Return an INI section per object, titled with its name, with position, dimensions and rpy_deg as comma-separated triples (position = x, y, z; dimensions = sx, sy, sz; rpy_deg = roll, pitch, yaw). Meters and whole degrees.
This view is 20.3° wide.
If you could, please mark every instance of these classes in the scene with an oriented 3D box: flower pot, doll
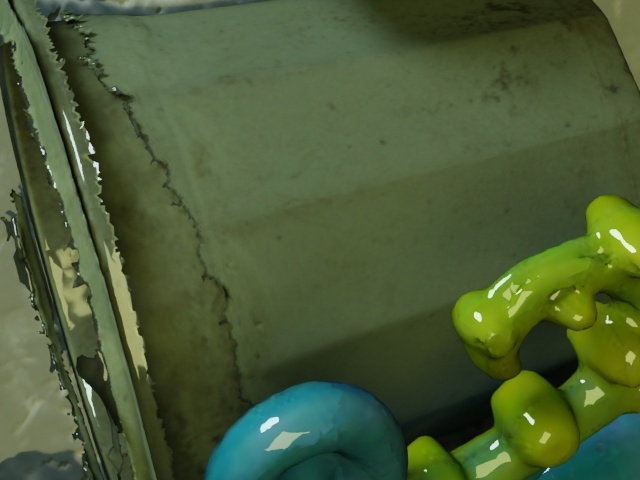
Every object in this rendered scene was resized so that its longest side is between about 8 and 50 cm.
[flower pot]
position = 0.000, 0.000, 0.785
dimensions = 0.259, 0.290, 0.290
rpy_deg = -14, 99, -14
[doll]
position = 0.047, 0.141, 0.708
dimensions = 0.341, 0.346, 0.099
rpy_deg = -28, 60, -16
